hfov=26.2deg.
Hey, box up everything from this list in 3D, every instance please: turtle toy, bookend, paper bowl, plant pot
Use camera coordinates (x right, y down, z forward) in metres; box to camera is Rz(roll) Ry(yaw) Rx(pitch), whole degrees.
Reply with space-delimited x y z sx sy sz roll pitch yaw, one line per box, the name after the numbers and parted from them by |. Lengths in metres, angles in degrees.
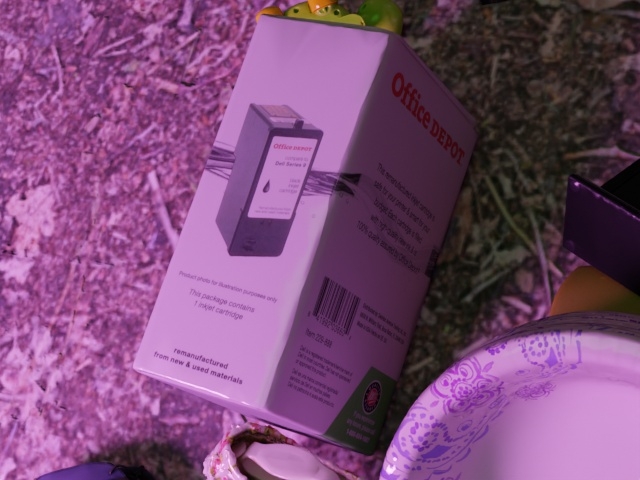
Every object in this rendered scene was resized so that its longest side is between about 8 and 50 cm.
0.010 -0.172 1.196 0.130 0.066 0.095 -22 89 13 | turtle toy
0.287 -0.020 0.992 0.157 0.072 0.156 -32 49 -27 | bookend
0.190 0.188 0.929 0.284 0.148 0.284 2 95 21 | paper bowl
0.215 0.064 1.026 0.081 0.081 0.083 -3 58 23 | plant pot

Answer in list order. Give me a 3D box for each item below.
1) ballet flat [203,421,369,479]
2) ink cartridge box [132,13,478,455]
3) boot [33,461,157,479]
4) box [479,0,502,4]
0.018 0.207 1.033 0.241 0.077 0.091 21 49 13 | ballet flat
0.000 0.000 1.066 0.121 0.211 0.289 14 79 28 | ink cartridge box
-0.151 0.217 1.135 0.219 0.082 0.106 -23 68 18 | boot
0.173 -0.242 1.174 0.083 0.018 0.067 -9 70 21 | box
